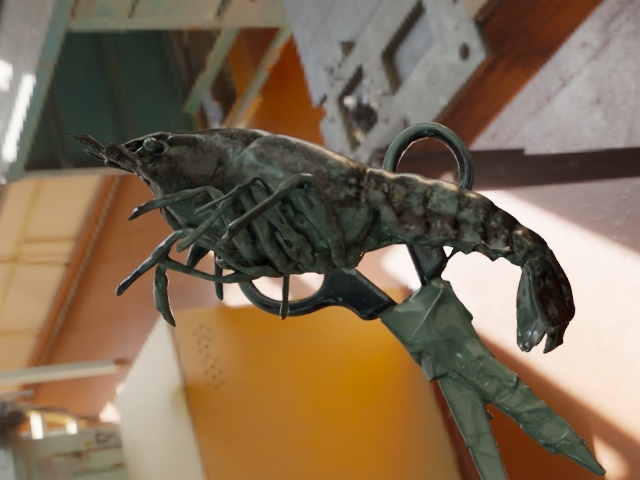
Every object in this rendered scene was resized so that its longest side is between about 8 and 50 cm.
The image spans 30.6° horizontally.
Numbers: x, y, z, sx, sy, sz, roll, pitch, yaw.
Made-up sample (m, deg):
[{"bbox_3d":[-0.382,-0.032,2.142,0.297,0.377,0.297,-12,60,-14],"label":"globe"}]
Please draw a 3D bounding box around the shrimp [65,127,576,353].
[{"bbox_3d":[-0.002,-0.005,0.935,0.221,0.411,0.166,40,-126,-84],"label":"shrimp"}]

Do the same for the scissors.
[{"bbox_3d":[0.103,0.089,1.062,0.383,0.256,0.029,57,178,22],"label":"scissors"}]
